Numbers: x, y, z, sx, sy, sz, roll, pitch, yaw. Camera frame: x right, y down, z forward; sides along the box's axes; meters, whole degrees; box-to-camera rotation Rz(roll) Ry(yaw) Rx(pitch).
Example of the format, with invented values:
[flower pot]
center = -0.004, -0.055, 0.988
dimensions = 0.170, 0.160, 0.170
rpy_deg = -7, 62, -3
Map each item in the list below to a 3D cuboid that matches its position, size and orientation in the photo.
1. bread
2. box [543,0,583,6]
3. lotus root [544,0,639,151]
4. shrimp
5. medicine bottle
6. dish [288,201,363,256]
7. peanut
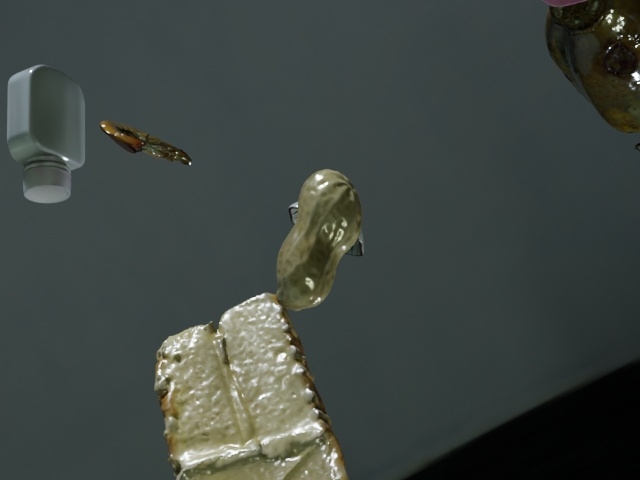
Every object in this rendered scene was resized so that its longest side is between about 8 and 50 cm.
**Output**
[bread]
center = -0.118, 0.355, 2.209
dimensions = 0.390, 0.279, 0.371
rpy_deg = 75, -4, -51
[box]
center = 0.261, -0.366, 1.163
dimensions = 0.369, 0.190, 0.112
rpy_deg = -94, 166, -53
[lotus root]
center = 0.310, -0.195, 1.248
dimensions = 0.124, 0.123, 0.241
rpy_deg = 44, 4, 35
[shrimp]
center = -0.213, -0.116, 1.502
dimensions = 0.127, 0.025, 0.091
rpy_deg = 20, 9, -23
[medicine bottle]
center = -0.387, -0.148, 1.720
dimensions = 0.119, 0.069, 0.183
rpy_deg = 29, 50, -56
[dish]
center = 0.025, -0.043, 2.587
dimensions = 0.191, 0.066, 0.190
rpy_deg = 26, -18, 9
[peanut]
center = 0.000, 0.000, 2.068
dimensions = 0.123, 0.123, 0.256
rpy_deg = 43, 60, -53
